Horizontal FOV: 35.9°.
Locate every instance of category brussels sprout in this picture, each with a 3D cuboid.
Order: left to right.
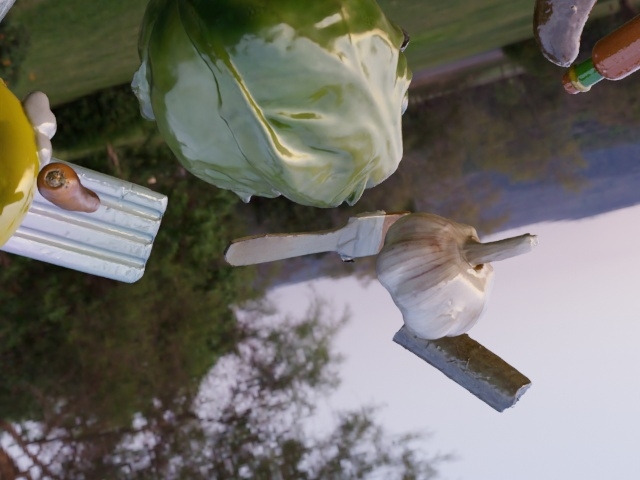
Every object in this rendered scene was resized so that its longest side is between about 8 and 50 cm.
[{"bbox_3d":[-0.086,-0.263,1.482,0.425,0.342,0.361,8,154,22],"label":"brussels sprout"}]

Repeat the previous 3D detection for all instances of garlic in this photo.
[{"bbox_3d":[0.206,0.034,1.413,0.226,0.199,0.199,-25,174,37],"label":"garlic"}]

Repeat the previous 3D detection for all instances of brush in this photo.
[{"bbox_3d":[0.000,0.000,1.512,0.336,0.085,0.020,-6,-151,-34],"label":"brush"}]

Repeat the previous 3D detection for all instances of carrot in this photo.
[{"bbox_3d":[-0.241,-0.046,0.957,0.037,0.037,0.190,-14,177,-5],"label":"carrot"}]

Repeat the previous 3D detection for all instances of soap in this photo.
[{"bbox_3d":[-0.429,-0.042,1.722,0.289,0.173,0.095,18,-178,-36],"label":"soap"}]

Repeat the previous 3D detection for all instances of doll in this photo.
[{"bbox_3d":[-0.418,-0.091,1.067,0.237,0.252,0.111,22,164,-4],"label":"doll"}]

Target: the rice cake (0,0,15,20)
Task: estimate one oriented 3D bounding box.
[{"bbox_3d":[-0.418,-0.271,1.187,0.211,0.038,0.124,-39,-170,41],"label":"rice cake"}]

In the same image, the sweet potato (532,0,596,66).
[{"bbox_3d":[0.342,-0.369,1.156,0.092,0.114,0.341,-10,142,-42],"label":"sweet potato"}]

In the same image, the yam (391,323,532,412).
[{"bbox_3d":[0.264,0.222,1.828,0.093,0.259,0.093,-53,170,-13],"label":"yam"}]

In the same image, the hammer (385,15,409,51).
[{"bbox_3d":[0.086,-0.403,1.991,0.095,0.242,0.409,-47,-158,20],"label":"hammer"}]

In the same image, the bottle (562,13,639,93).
[{"bbox_3d":[0.427,-0.267,1.421,0.069,0.069,0.187,-15,171,-41],"label":"bottle"}]
